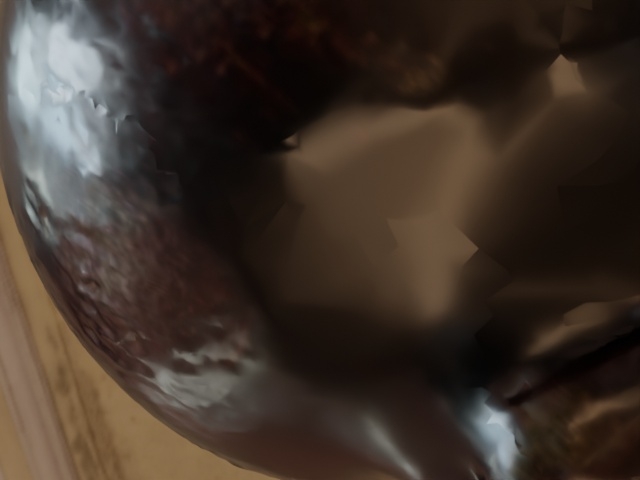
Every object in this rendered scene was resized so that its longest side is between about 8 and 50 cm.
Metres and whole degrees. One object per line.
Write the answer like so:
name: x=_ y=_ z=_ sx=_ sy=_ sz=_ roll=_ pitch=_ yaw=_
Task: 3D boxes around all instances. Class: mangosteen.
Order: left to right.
mangosteen: x=0.036 y=-0.036 z=0.436 sx=0.297 sy=0.313 sz=0.297 roll=-4 pitch=-31 yaw=-3
